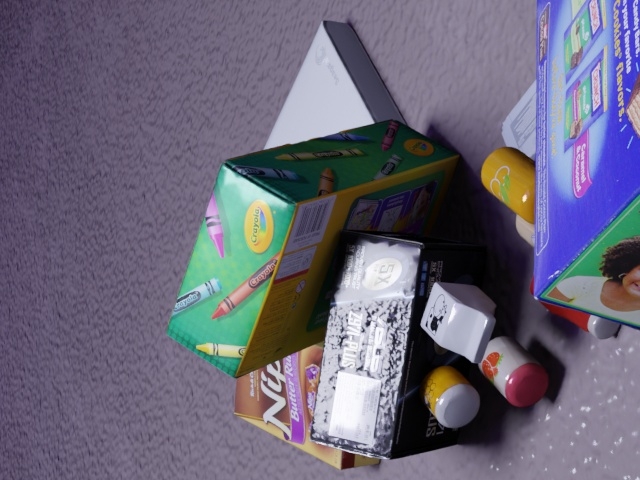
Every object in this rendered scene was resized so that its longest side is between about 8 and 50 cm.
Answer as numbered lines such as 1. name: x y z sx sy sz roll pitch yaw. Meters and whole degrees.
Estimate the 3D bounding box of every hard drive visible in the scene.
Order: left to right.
1. hard drive: -0.013 -0.045 1.667 0.307 0.040 0.203 -64 34 33

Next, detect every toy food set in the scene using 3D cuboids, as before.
1. toy food set: 0.160 0.056 1.244 0.104 0.111 0.232 47 125 55

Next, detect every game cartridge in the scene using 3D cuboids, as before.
1. game cartridge: 0.182 -0.101 1.339 0.083 0.017 0.056 -54 36 43

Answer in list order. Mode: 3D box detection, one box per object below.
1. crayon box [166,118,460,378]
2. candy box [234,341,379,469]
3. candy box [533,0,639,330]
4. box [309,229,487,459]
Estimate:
1. crayon box: 0.000 0.000 1.389 0.081 0.278 0.165 31 116 24
2. candy box: -0.012 0.143 1.570 0.187 0.053 0.109 19 107 53
3. candy box: 0.250 -0.132 0.990 0.317 0.122 0.268 123 157 -54
4. box: 0.068 0.085 1.356 0.078 0.147 0.180 10 93 27
